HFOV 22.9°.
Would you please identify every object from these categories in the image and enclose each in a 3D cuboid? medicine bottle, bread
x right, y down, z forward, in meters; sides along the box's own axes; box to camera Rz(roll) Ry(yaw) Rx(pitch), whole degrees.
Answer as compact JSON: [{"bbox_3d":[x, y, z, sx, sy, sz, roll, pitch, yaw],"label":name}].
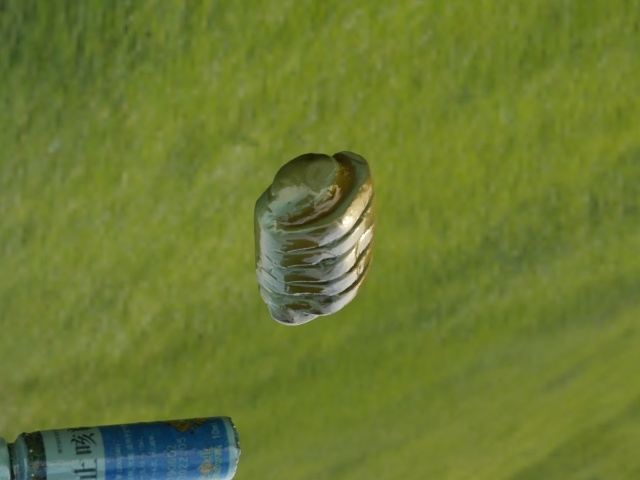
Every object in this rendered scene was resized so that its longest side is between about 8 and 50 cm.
[{"bbox_3d":[-0.157,0.160,1.161,0.191,0.051,0.051,-3,167,-21],"label":"medicine bottle"},{"bbox_3d":[0.000,0.000,0.587,0.049,0.033,0.088,-26,154,-18],"label":"bread"}]
